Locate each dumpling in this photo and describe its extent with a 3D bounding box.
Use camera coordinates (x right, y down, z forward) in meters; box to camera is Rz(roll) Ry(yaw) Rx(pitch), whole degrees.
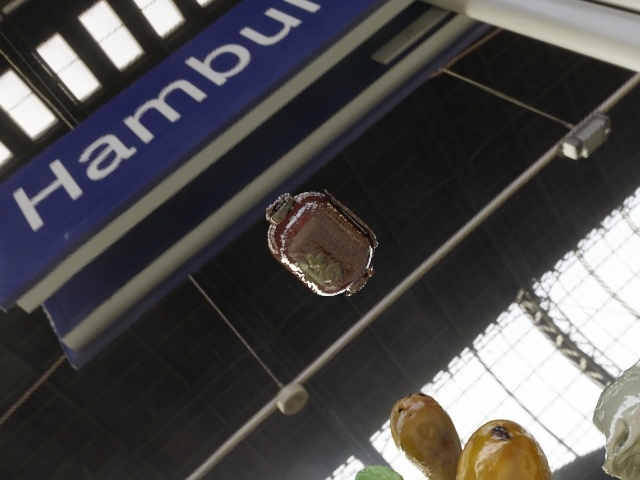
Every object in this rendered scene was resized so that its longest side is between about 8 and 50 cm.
[{"bbox_3d":[0.475,0.272,1.026,0.181,0.111,0.155,-47,-65,-1],"label":"dumpling"}]

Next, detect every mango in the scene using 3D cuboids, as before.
[{"bbox_3d":[0.248,0.466,1.582,0.156,0.151,0.249,-28,-78,-33],"label":"mango"},{"bbox_3d":[0.271,0.377,0.999,0.177,0.120,0.295,-59,-39,-42],"label":"mango"}]

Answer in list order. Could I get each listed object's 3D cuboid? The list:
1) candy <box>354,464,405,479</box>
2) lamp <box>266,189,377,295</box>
[{"bbox_3d":[0.141,0.650,1.458,0.142,0.131,0.344,-30,-65,-55],"label":"candy"},{"bbox_3d":[0.000,0.000,1.402,0.258,0.180,0.180,44,-93,-20],"label":"lamp"}]
